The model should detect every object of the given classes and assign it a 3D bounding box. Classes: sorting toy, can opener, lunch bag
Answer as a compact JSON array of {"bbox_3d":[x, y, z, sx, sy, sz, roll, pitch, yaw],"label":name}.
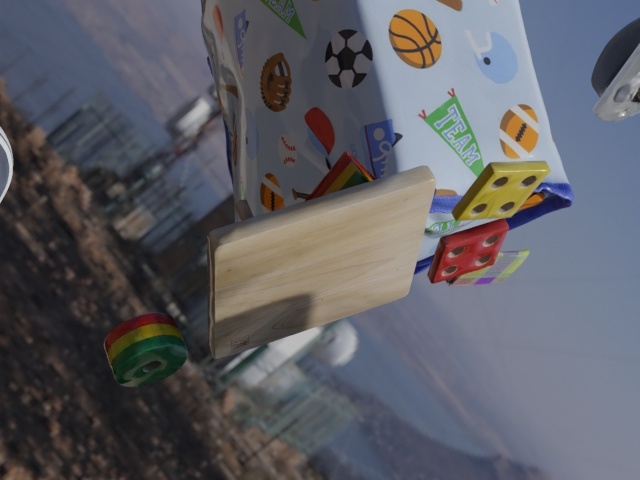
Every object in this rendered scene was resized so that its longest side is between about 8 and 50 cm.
[{"bbox_3d":[0.000,0.000,0.772,0.132,0.274,0.046,97,-28,-58],"label":"sorting toy"},{"bbox_3d":[0.337,-0.224,1.229,0.095,0.076,0.283,65,-35,31],"label":"can opener"},{"bbox_3d":[0.023,-0.127,1.217,0.385,0.239,0.328,-29,-111,55],"label":"lunch bag"}]

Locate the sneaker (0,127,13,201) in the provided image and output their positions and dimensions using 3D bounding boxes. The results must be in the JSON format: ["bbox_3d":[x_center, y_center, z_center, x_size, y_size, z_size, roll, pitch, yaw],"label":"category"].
[{"bbox_3d":[-0.371,0.023,0.998,0.126,0.321,0.127,59,-3,-37],"label":"sneaker"}]

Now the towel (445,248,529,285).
[{"bbox_3d":[0.177,0.028,1.374,0.083,0.060,0.009,-1,55,-38],"label":"towel"}]
